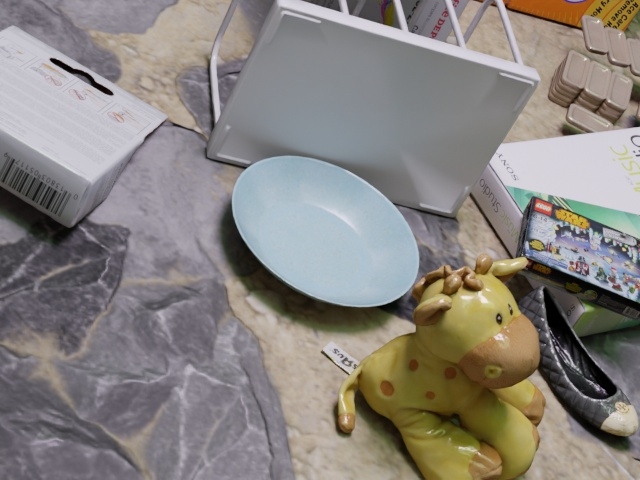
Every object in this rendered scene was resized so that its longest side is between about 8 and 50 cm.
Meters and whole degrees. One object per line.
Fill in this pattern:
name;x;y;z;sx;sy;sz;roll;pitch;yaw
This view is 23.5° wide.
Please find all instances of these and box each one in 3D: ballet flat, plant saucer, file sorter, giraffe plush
ballet flat;0.247;0.119;1.488;0.057;0.049;0.173;-16;58;-41
plant saucer;0.000;0.000;1.470;0.195;0.037;0.195;17;41;-15
file sorter;0.041;-0.175;1.563;0.277;0.193;0.173;13;40;-21
giraffe plush;0.124;0.097;1.338;0.210;0.170;0.181;28;39;-3

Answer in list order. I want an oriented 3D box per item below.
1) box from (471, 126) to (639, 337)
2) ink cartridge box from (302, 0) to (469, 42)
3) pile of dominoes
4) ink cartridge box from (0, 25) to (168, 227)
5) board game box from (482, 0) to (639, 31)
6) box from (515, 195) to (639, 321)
box;0.340;-0.020;1.665;0.322;0.058;0.232;-10;53;-29
ink cartridge box;0.082;-0.302;1.771;0.175;0.127;0.072;20;39;-12
pile of dominoes;0.402;-0.154;1.875;0.251;0.040;0.196;26;49;-6
ink cartridge box;-0.262;-0.112;1.432;0.189;0.066;0.232;31;18;1
board game box;0.280;-0.539;1.966;0.356;0.356;0.356;12;43;-22
box;0.264;0.017;1.537;0.137;0.027;0.094;22;43;-4
